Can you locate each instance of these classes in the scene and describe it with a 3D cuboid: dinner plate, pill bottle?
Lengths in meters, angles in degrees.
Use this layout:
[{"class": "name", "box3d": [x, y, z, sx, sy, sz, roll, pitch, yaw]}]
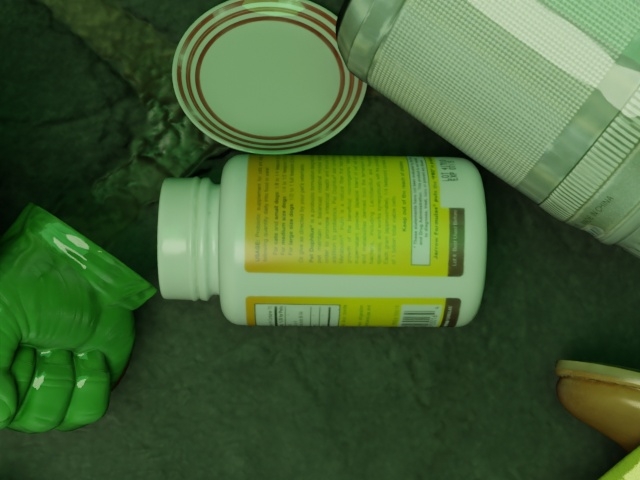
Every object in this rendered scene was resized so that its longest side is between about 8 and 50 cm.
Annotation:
[{"class": "dinner plate", "box3d": [-0.036, -0.119, 0.859, 0.141, 0.017, 0.141, 1, 64, -3]}, {"class": "pill bottle", "box3d": [0.000, 0.000, 0.809, 0.214, 0.117, 0.117, 1, 83, -2]}]

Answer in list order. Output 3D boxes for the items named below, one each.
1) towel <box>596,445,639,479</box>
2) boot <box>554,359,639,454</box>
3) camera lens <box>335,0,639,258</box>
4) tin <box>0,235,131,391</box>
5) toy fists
[{"class": "towel", "box3d": [0.225, 0.179, 0.755, 0.237, 0.021, 0.102, -44, 73, 15]}, {"class": "boot", "box3d": [0.254, 0.219, 0.807, 0.283, 0.109, 0.220, 26, 88, -4]}, {"class": "camera lens", "box3d": [0.164, -0.142, 0.779, 0.274, 0.219, 0.219, 36, 84, 3]}, {"class": "tin", "box3d": [-0.224, 0.056, 0.840, 0.189, 0.040, 0.106, 23, 79, 2]}, {"class": "toy fists", "box3d": [-0.222, 0.028, 0.715, 0.096, 0.279, 0.142, 25, 78, 47]}]
